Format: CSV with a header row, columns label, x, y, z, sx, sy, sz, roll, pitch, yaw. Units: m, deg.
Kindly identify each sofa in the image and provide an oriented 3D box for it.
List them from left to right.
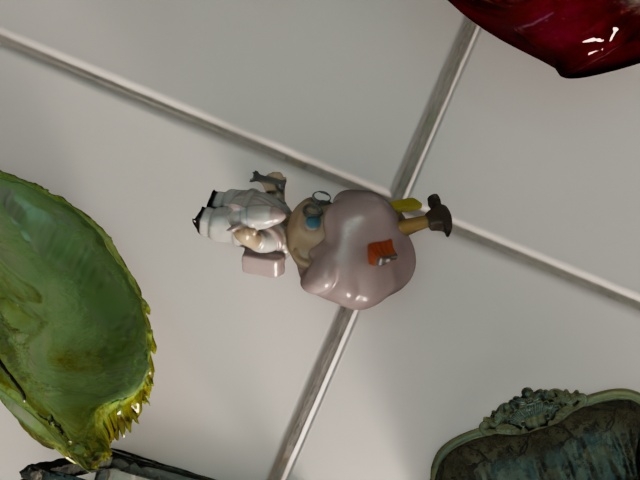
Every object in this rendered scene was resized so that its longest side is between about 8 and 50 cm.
label,x,y,z,sx,sy,sz,roll,pitch,yaw
sofa,0.206,0.216,1.308,0.258,0.200,0.182,-17,86,5

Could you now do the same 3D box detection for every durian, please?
label,x,y,z,sx,sy,sz,roll,pitch,yaw
durian,-0.243,0.052,1.337,0.163,0.198,0.394,-24,44,-5

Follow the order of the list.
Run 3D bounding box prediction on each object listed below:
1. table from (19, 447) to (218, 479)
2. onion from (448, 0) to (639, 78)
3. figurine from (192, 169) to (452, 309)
label,x,y,z,sx,sy,sz,roll,pitch,yaw
table,-0.160,0.368,1.291,0.222,0.272,0.335,15,86,6
onion,0.220,-0.372,1.285,0.398,0.398,0.420,-25,65,3
figurine,0.000,0.000,1.391,0.229,0.137,0.112,12,118,10
